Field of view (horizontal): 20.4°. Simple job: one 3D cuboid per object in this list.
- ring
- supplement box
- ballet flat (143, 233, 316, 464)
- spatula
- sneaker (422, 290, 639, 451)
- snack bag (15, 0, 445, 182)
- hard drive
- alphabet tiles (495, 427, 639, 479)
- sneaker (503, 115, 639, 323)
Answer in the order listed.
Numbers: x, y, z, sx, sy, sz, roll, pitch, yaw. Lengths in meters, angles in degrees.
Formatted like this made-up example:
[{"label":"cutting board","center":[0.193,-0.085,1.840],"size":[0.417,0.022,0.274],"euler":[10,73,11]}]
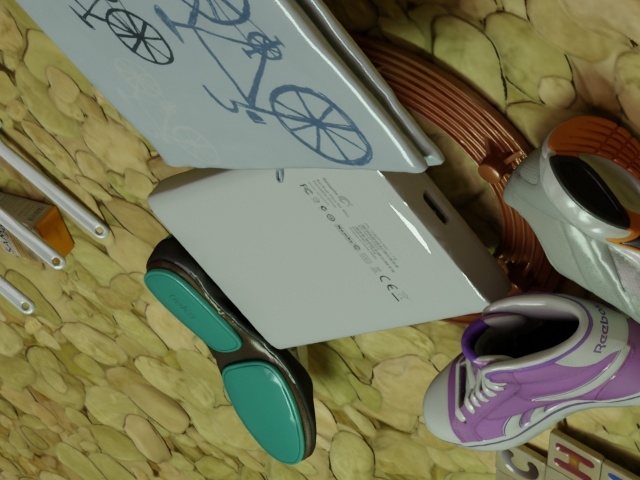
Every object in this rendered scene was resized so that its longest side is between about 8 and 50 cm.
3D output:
[{"label":"ring","center":[0.056,-0.042,1.533],"size":[0.337,0.032,0.336],"euler":[26,146,19]},{"label":"supplement box","center":[-0.321,-0.013,1.927],"size":[0.098,0.036,0.062],"euler":[14,140,33]},{"label":"ballet flat","center":[-0.067,0.095,1.763],"size":[0.095,0.096,0.280],"euler":[-4,128,41]},{"label":"spatula","center":[-0.354,-0.041,1.862],"size":[0.242,0.019,0.168],"euler":[41,105,-12]},{"label":"sneaker","center":[0.151,0.100,1.504],"size":[0.161,0.102,0.282],"euler":[15,152,-36]},{"label":"snack bag","center":[-0.107,-0.161,1.370],"size":[0.342,0.037,0.323],"euler":[2,142,50]},{"label":"hard drive","center":[0.000,0.000,1.573],"size":[0.203,0.040,0.307],"euler":[50,146,-19]},{"label":"alphabet tiles","center":[0.313,0.318,1.727],"size":[0.342,0.011,0.285],"euler":[29,148,24]},{"label":"sneaker","center":[0.250,0.019,1.381],"size":[0.262,0.099,0.121],"euler":[49,154,-5]}]
